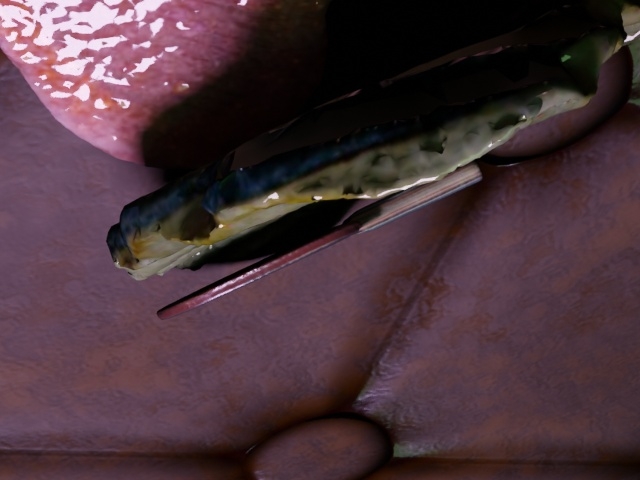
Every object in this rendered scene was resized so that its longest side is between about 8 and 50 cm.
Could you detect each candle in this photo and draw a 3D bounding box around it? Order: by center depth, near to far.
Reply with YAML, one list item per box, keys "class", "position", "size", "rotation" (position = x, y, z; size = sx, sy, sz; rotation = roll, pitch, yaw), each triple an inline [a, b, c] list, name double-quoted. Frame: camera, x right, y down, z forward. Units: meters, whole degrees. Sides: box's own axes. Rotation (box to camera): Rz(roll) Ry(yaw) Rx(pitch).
- class: "candle"
  position: [-0.093, -0.187, 0.786]
  size: [0.287, 0.131, 0.317]
  rotation: [15, 131, -28]

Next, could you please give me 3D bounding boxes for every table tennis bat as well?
- class: "table tennis bat"
  position: [0.000, 0.000, 1.056]
  size: [0.274, 0.021, 0.154]
  rotation: [-25, -178, -10]

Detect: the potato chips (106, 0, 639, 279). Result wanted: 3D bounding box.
- class: "potato chips"
  position: [0.040, -0.059, 0.891]
  size: [0.429, 0.070, 0.358]
  rotation: [-25, 180, 25]
